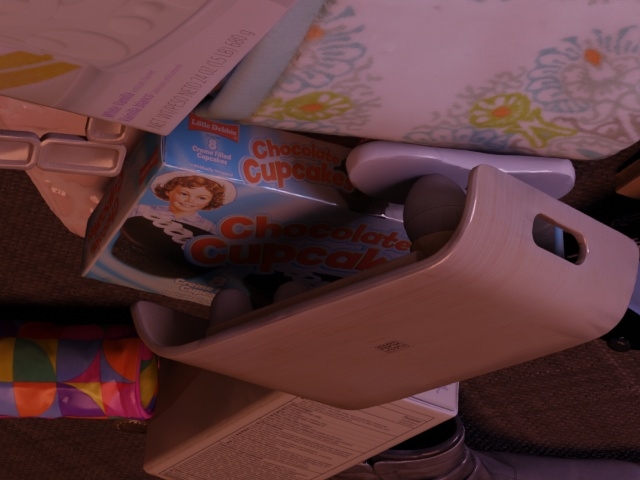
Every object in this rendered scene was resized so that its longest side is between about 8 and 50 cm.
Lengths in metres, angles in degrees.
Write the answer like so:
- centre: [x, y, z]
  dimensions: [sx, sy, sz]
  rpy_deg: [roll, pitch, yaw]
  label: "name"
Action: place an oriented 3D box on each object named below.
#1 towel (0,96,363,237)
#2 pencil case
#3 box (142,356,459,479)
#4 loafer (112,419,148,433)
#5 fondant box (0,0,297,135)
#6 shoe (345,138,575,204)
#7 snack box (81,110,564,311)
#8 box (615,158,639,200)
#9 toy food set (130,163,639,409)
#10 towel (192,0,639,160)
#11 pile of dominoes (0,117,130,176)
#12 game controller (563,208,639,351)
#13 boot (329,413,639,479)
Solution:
- centre: [-0.087, -0.099, 1.449]
  dimensions: [0.332, 0.053, 0.317]
  rpy_deg: [-4, 150, 18]
  label: "towel"
- centre: [-0.265, 0.115, 1.823]
  dimensions: [0.236, 0.104, 0.104]
  rpy_deg: [3, 151, 9]
  label: "pencil case"
- centre: [-0.020, 0.132, 1.781]
  dimensions: [0.148, 0.121, 0.311]
  rpy_deg: [22, 147, -28]
  label: "box"
- centre: [-0.150, 0.169, 1.949]
  dimensions: [0.056, 0.050, 0.148]
  rpy_deg: [-7, 165, 27]
  label: "loafer"
- centre: [-0.185, -0.179, 1.077]
  dimensions: [0.330, 0.096, 0.238]
  rpy_deg: [14, 152, -24]
  label: "fondant box"
- centre: [0.095, -0.074, 1.404]
  dimensions: [0.178, 0.081, 0.063]
  rpy_deg: [2, 150, -24]
  label: "shoe"
- centre: [0.000, 0.000, 1.497]
  dimensions: [0.322, 0.060, 0.187]
  rpy_deg: [14, 148, -19]
  label: "snack box"
- centre: [0.339, -0.056, 1.466]
  dimensions: [0.164, 0.021, 0.201]
  rpy_deg: [16, 156, -17]
  label: "box"
- centre: [0.048, 0.035, 1.429]
  dimensions: [0.306, 0.092, 0.220]
  rpy_deg: [-20, 154, 32]
  label: "toy food set"
- centre: [0.128, -0.165, 1.195]
  dimensions: [0.320, 0.090, 0.374]
  rpy_deg: [8, 149, -24]
  label: "towel"
- centre: [-0.233, -0.135, 1.259]
  dimensions: [0.251, 0.040, 0.196]
  rpy_deg: [5, 131, -19]
  label: "pile of dominoes"
- centre: [0.302, 0.023, 1.552]
  dimensions: [0.166, 0.067, 0.319]
  rpy_deg: [22, 156, -31]
  label: "game controller"
- centre: [0.158, 0.238, 1.962]
  dimensions: [0.338, 0.118, 0.223]
  rpy_deg: [-8, 144, 14]
  label: "boot"
